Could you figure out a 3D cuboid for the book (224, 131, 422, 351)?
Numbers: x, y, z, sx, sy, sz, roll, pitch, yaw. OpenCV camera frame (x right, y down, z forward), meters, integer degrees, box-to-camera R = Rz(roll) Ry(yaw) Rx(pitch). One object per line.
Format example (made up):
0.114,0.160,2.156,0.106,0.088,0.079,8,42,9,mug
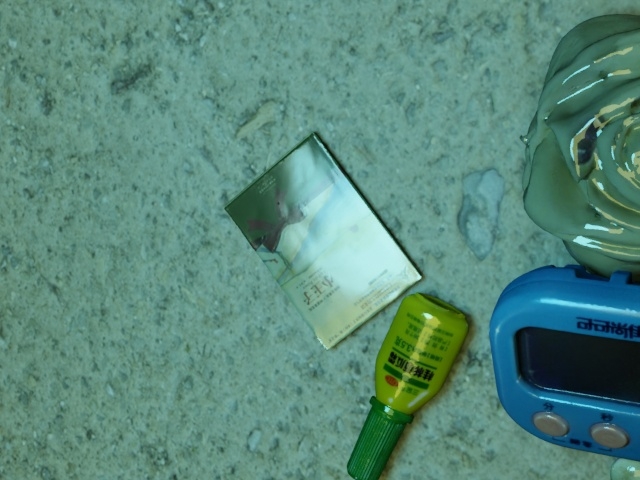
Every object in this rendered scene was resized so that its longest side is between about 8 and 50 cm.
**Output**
0.000,0.000,1.628,0.201,0.026,0.289,-39,82,15,book

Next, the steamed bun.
0.432,-0.112,1.372,0.342,0.255,0.368,16,100,13,steamed bun

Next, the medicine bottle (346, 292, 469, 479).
0.122,0.231,1.586,0.111,0.076,0.309,26,102,14,medicine bottle

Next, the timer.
0.405,0.169,1.399,0.340,0.115,0.309,7,134,25,timer

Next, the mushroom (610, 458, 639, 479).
0.459,0.335,1.496,0.083,0.067,0.084,-1,134,-1,mushroom
